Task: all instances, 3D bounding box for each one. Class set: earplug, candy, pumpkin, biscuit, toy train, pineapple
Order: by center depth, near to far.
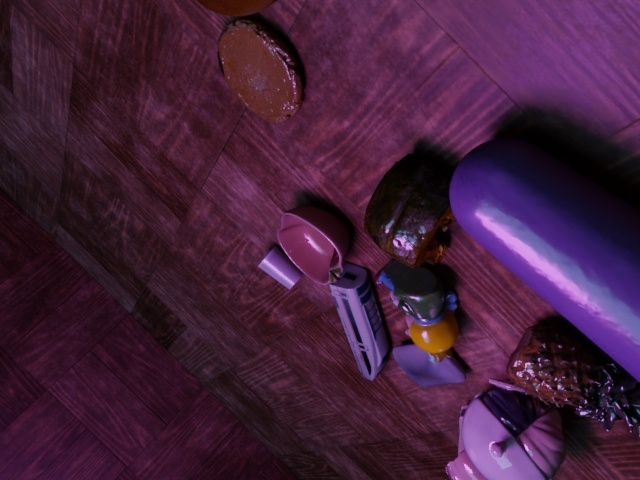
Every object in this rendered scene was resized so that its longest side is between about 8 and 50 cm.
[{"bbox_3d":[0.397,0.014,0.987,0.456,0.215,0.215,39,149,13],"label":"earplug"},{"bbox_3d":[0.522,0.276,1.235,0.310,0.141,0.170,28,122,12],"label":"pineapple"},{"bbox_3d":[0.195,-0.055,1.251,0.139,0.190,0.280,32,-169,18],"label":"pumpkin"},{"bbox_3d":[-0.120,-0.341,1.303,0.226,0.042,0.226,28,145,23],"label":"biscuit"},{"bbox_3d":[0.269,0.310,1.619,0.138,0.071,0.174,48,149,-8],"label":"candy"},{"bbox_3d":[0.123,0.236,1.691,0.088,0.086,0.407,12,138,33],"label":"toy train"}]

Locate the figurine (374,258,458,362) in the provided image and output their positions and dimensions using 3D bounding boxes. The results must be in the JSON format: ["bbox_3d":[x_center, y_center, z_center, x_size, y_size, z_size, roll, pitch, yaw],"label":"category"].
[{"bbox_3d":[0.220,0.156,1.450,0.185,0.127,0.234,22,154,39],"label":"figurine"}]

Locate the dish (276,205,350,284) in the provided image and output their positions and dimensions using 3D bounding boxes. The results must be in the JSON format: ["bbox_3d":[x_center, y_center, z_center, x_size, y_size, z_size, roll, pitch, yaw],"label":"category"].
[{"bbox_3d":[0.000,0.000,1.537,0.213,0.090,0.213,31,146,24],"label":"dish"}]

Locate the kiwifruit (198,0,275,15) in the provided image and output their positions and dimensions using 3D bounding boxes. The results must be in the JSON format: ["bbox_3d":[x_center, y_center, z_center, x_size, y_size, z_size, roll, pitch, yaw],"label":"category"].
[{"bbox_3d":[-0.119,-0.464,1.012,0.234,0.196,0.196,-10,121,46],"label":"kiwifruit"}]

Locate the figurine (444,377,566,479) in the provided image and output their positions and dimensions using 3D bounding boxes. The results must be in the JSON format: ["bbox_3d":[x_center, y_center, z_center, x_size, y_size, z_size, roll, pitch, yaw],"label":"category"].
[{"bbox_3d":[0.433,0.485,1.504,0.253,0.211,0.361,35,150,15],"label":"figurine"}]

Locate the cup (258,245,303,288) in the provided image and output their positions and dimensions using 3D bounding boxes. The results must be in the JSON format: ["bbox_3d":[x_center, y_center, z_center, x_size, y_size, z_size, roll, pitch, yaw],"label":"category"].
[{"bbox_3d":[-0.111,0.076,1.790,0.116,0.074,0.104,40,173,-3],"label":"cup"}]
